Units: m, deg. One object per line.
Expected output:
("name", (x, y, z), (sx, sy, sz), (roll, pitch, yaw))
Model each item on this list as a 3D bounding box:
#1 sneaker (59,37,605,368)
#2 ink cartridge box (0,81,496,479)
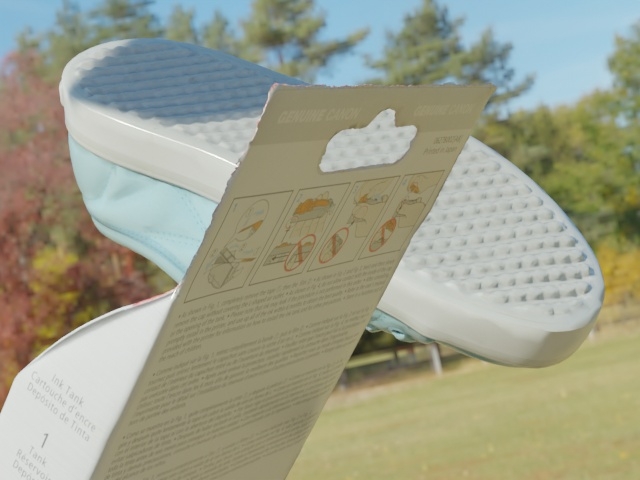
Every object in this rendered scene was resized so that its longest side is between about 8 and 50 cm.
("sneaker", (0.000, 0.000, 0.838), (0.366, 0.150, 0.135), (29, 48, 28))
("ink cartridge box", (-0.035, 0.026, 0.544), (0.056, 0.225, 0.181), (33, 21, 22))
